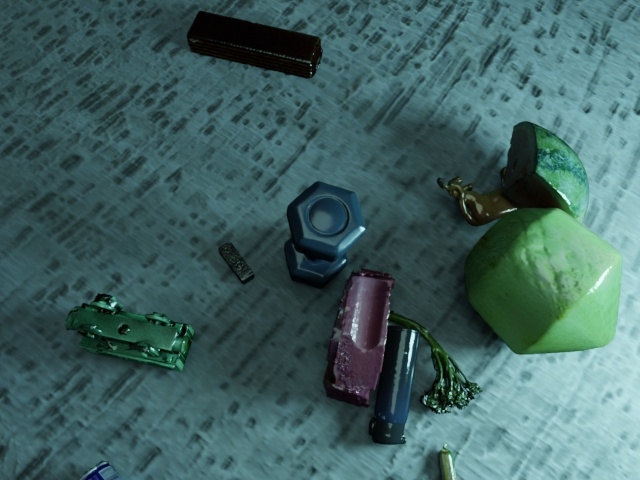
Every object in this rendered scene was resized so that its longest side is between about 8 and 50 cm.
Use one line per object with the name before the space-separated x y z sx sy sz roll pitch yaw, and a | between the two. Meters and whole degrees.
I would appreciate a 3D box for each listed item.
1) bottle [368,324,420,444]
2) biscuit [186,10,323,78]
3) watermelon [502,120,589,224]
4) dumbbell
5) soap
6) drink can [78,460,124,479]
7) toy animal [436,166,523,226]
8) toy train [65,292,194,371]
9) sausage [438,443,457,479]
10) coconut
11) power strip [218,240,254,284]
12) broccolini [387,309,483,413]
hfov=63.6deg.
bottle | 0.157 0.306 1.096 0.082 0.072 0.244 10 77 2
biscuit | -0.187 -0.566 1.490 0.388 0.073 0.107 15 68 5
watermelon | 0.527 -0.139 1.189 0.260 0.176 0.256 34 37 6
dumbbell | -0.001 0.000 1.111 0.156 0.316 0.144 17 71 0
soap | 0.086 0.190 1.105 0.112 0.182 0.289 12 62 5
drink can | -0.378 0.545 0.992 0.235 0.097 0.097 41 72 15
toy animal | 0.448 -0.096 1.278 0.312 0.097 0.158 -11 67 -9
toy train | -0.401 0.196 1.111 0.269 0.154 0.115 10 68 5
sausage | 0.268 0.549 1.028 0.032 0.033 0.269 -4 66 -2
coconut | 0.475 0.098 1.092 0.328 0.281 0.328 -4 81 24
power strip | -0.203 0.053 1.242 0.038 0.029 0.111 -35 71 -15
broccolini | 0.222 0.271 1.147 0.123 0.062 0.271 -34 64 -19
